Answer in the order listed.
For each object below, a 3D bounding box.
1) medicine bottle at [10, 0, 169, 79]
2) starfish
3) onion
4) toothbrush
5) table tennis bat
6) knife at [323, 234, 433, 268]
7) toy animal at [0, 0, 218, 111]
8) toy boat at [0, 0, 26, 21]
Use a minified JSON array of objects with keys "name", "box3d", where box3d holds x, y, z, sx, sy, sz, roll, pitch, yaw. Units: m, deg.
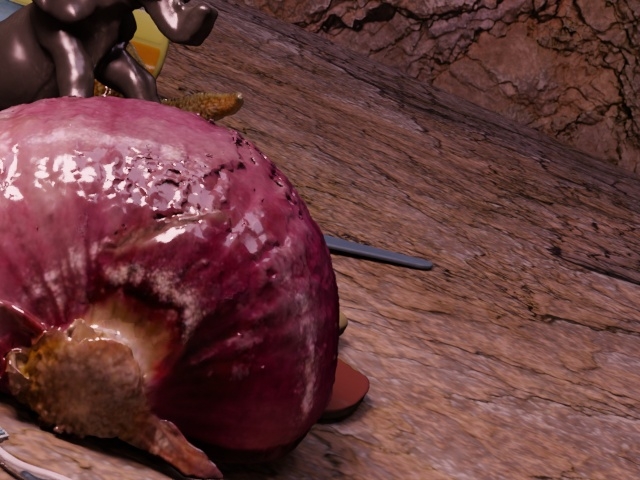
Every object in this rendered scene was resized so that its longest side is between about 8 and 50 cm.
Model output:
[{"name":"medicine bottle","box3d":[-0.283,-0.226,1.836,0.239,0.124,0.124,12,15,-36]},{"name":"starfish","box3d":[-0.143,-0.094,1.398,0.223,0.217,0.050,59,37,-17]},{"name":"onion","box3d":[-0.103,-0.010,1.044,0.267,0.159,0.348,21,15,-4]},{"name":"toothbrush","box3d":[-0.114,0.122,0.811,0.017,0.014,0.162,-17,37,-42]},{"name":"table tennis bat","box3d":[-0.023,0.074,1.182,0.131,0.022,0.234,22,13,10]},{"name":"knife","box3d":[0.000,0.000,1.579,0.313,0.019,0.044,14,11,-43]},{"name":"toy animal","box3d":[-0.186,-0.129,1.283,0.146,0.245,0.114,67,12,21]},{"name":"toy boat","box3d":[-0.309,-0.170,1.588,0.238,0.109,0.098,17,-19,15]}]
